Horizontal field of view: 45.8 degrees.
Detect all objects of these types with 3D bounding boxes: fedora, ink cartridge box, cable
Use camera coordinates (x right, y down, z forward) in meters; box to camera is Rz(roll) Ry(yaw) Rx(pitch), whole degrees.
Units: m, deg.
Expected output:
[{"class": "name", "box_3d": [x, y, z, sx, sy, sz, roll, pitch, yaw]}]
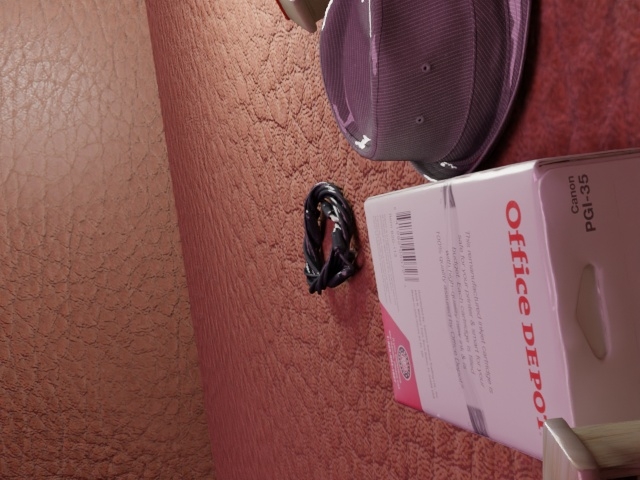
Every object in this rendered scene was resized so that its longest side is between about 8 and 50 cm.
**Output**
[{"class": "fedora", "box_3d": [0.078, -0.182, 0.715, 0.244, 0.124, 0.275, -122, 30, -45]}, {"class": "ink cartridge box", "box_3d": [0.154, 0.048, 0.620, 0.283, 0.117, 0.207, 174, 87, -70]}, {"class": "cable", "box_3d": [0.000, 0.000, 1.116, 0.184, 0.047, 0.150, 132, 126, -66]}]

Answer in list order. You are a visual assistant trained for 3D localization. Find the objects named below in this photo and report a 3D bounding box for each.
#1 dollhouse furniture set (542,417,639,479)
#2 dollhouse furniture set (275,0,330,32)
[{"class": "dollhouse furniture set", "box_3d": [0.219, 0.137, 0.236, 0.303, 0.198, 0.286, -106, 10, -73]}, {"class": "dollhouse furniture set", "box_3d": [-0.054, -0.372, 0.842, 0.259, 0.262, 0.135, 56, -177, -42]}]
